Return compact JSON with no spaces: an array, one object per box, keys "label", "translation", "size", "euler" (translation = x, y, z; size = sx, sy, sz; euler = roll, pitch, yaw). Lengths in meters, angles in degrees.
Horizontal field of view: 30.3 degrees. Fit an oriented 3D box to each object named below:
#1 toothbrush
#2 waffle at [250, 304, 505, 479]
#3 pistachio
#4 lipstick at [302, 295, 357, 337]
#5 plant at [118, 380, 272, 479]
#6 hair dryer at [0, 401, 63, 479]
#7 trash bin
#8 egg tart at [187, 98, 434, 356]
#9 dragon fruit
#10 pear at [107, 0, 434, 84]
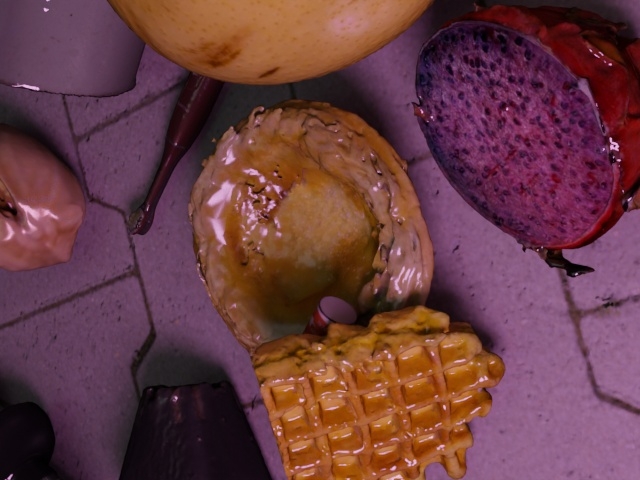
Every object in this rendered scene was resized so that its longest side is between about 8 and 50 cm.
[{"label":"toothbrush","translation":[-0.133,-0.157,1.285],"size":[0.041,0.041,0.364],"euler":[41,116,27]},{"label":"waffle","translation":[0.065,0.159,1.080],"size":[0.057,0.219,0.229],"euler":[-110,5,-51]},{"label":"pistachio","translation":[-0.377,-0.056,1.421],"size":[0.229,0.157,0.157],"euler":[39,116,34]},{"label":"lipstick","translation":[-0.009,0.112,1.087],"size":[0.038,0.038,0.131],"euler":[43,125,26]},{"label":"plant","translation":[-0.135,0.278,1.261],"size":[0.164,0.141,0.256],"euler":[-13,82,36]},{"label":"hair dryer","translation":[-0.296,0.290,1.331],"size":[0.320,0.156,0.284],"euler":[31,152,27]},{"label":"trash bin","translation":[-0.259,-0.390,1.217],"size":[0.280,0.280,0.432],"euler":[31,115,31]},{"label":"egg tart","translation":[0.000,0.000,1.148],"size":[0.288,0.118,0.288],"euler":[3,95,36]},{"label":"dragon fruit","translation":[0.202,-0.115,0.990],"size":[0.224,0.148,0.218],"euler":[42,148,16]},{"label":"pear","translation":[-0.037,-0.305,1.012],"size":[0.348,0.348,0.349],"euler":[4,96,37]}]
